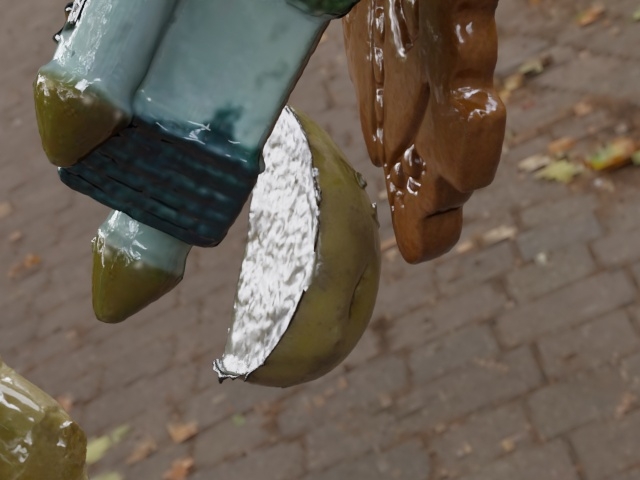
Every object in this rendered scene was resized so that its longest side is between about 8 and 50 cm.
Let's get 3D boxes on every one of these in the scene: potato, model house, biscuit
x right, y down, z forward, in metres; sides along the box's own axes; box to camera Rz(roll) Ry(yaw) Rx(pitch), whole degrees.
[{"bbox_3d":[0.000,0.000,1.306,0.098,0.243,0.138,13,-11,-29],"label":"potato"},{"bbox_3d":[-0.099,-0.092,0.998,0.253,0.184,0.291,-154,84,-77],"label":"model house"},{"bbox_3d":[0.058,-0.142,1.183,0.043,0.284,0.306,-7,37,-15],"label":"biscuit"}]

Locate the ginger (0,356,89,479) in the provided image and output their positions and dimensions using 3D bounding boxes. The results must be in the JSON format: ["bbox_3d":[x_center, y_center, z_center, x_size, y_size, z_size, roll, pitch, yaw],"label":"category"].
[{"bbox_3d":[-0.370,0.126,1.279,0.363,0.348,0.122,-33,-8,34],"label":"ginger"}]
